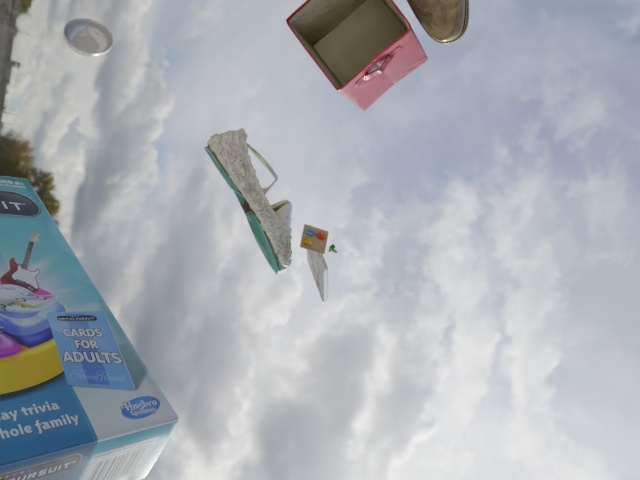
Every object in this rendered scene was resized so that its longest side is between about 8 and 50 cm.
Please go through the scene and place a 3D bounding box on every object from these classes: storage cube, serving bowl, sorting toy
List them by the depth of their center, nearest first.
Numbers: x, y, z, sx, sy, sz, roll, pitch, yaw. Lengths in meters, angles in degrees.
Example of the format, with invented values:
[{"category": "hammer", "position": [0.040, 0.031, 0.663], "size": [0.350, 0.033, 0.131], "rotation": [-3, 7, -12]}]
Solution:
[{"category": "serving bowl", "position": [-0.413, -0.355, 1.060], "size": [0.027, 0.083, 0.083], "rotation": [130, -44, -52]}, {"category": "storage cube", "position": [0.080, -0.408, 1.211], "size": [0.183, 0.193, 0.215], "rotation": [-38, -103, 15]}, {"category": "sorting toy", "position": [0.000, 0.000, 1.277], "size": [0.012, 0.083, 0.062], "rotation": [127, -23, -56]}]

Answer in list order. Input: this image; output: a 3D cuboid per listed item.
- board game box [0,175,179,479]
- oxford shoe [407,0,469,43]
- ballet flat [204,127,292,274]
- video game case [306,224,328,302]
[{"category": "board game box", "position": [-0.306, 0.062, 0.464], "size": [0.336, 0.253, 0.079], "rotation": [46, -65, 30]}, {"category": "oxford shoe", "position": [0.172, -0.507, 1.058], "size": [0.123, 0.348, 0.130], "rotation": [-15, -154, 28]}, {"category": "ballet flat", "position": [-0.153, -0.110, 1.558], "size": [0.147, 0.147, 0.409], "rotation": [-13, -72, 56]}, {"category": "video game case", "position": [-0.009, 0.062, 1.542], "size": [0.157, 0.019, 0.143], "rotation": [89, -17, -53]}]
